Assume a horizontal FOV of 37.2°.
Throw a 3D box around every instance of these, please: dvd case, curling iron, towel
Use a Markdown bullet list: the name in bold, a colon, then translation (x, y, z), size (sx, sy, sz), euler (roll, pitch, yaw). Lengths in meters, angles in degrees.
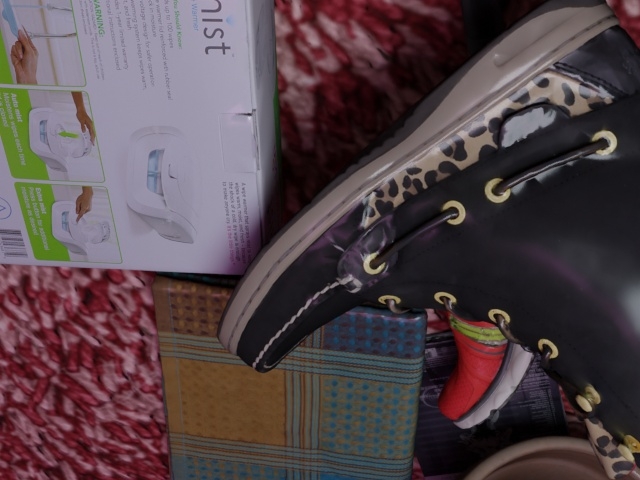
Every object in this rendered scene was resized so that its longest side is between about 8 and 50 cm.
- **dvd case**: translation (0.166, 0.174, 0.983), size (0.165, 0.018, 0.221), euler (-12, 126, 14)
- **curling iron**: translation (0.138, -0.149, 0.711), size (0.068, 0.035, 0.274), euler (-13, 127, 18)
- **towel**: translation (-0.034, 0.189, 0.996), size (0.272, 0.040, 0.370), euler (7, 128, 7)

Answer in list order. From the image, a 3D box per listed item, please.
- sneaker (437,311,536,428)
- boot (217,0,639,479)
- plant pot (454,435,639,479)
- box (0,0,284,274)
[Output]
- **sneaker**: translation (0.142, 0.048, 0.826), size (0.118, 0.107, 0.279), euler (23, 130, 10)
- **boot**: translation (0.128, 0.046, 0.673), size (0.377, 0.138, 0.284), euler (-42, 83, 18)
- **plant pot**: translation (0.210, 0.347, 0.975), size (0.263, 0.263, 0.229), euler (14, 157, -5)
- **box**: translation (-0.150, -0.109, 0.718), size (0.231, 0.126, 0.262), euler (2, 129, 5)
